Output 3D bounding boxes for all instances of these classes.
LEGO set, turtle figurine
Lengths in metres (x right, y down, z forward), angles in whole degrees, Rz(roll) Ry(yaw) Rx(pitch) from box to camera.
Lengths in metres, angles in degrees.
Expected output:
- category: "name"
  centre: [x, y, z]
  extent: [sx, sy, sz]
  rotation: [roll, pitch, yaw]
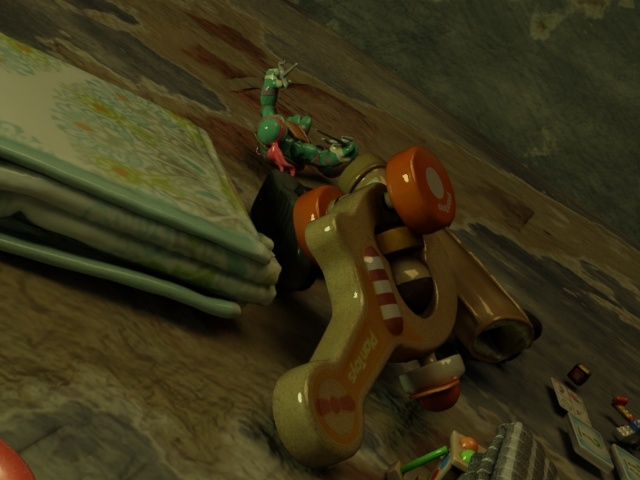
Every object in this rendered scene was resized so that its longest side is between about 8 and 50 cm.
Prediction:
- category: "LEGO set"
  centre: [0.360, 0.220, 1.301]
  extent: [0.182, 0.060, 0.244]
  rotation: [35, 17, -8]
- category: "turtle figurine"
  centre: [-0.033, -0.145, 1.474]
  extent: [0.175, 0.118, 0.234]
  rotation: [53, 6, 12]

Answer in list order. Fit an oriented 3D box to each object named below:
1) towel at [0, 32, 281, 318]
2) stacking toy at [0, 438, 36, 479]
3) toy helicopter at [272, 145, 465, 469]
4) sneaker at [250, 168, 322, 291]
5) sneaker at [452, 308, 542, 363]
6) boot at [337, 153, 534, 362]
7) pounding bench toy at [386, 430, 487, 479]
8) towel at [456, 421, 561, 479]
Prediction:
- category: "towel"
  centre: [-0.233, -0.077, 1.000]
  extent: [0.374, 0.090, 0.320]
  rotation: [23, 17, -29]
- category: "stacking toy"
  centre: [-0.137, 0.200, 0.401]
  extent: [0.308, 0.130, 0.279]
  rotation: [24, 17, 8]
- category: "toy helicopter"
  centre: [0.050, 0.088, 0.986]
  extent: [0.235, 0.140, 0.355]
  rotation: [59, 31, -16]
- category: "sneaker"
  centre: [0.000, 0.000, 1.195]
  extent: [0.130, 0.087, 0.227]
  rotation: [22, 15, -15]
- category: "sneaker"
  centre: [0.218, 0.118, 1.333]
  extent: [0.170, 0.051, 0.089]
  rotation: [15, 25, -34]
- category: "boot"
  centre: [0.151, 0.033, 1.293]
  extent: [0.236, 0.089, 0.269]
  rotation: [17, 29, -54]
- category: "pounding bench toy"
  centre: [0.104, 0.190, 0.910]
  extent: [0.083, 0.065, 0.052]
  rotation: [32, 18, -4]
- category: "towel"
  centre: [0.172, 0.264, 0.746]
  extent: [0.235, 0.121, 0.284]
  rotation: [35, 17, 2]
